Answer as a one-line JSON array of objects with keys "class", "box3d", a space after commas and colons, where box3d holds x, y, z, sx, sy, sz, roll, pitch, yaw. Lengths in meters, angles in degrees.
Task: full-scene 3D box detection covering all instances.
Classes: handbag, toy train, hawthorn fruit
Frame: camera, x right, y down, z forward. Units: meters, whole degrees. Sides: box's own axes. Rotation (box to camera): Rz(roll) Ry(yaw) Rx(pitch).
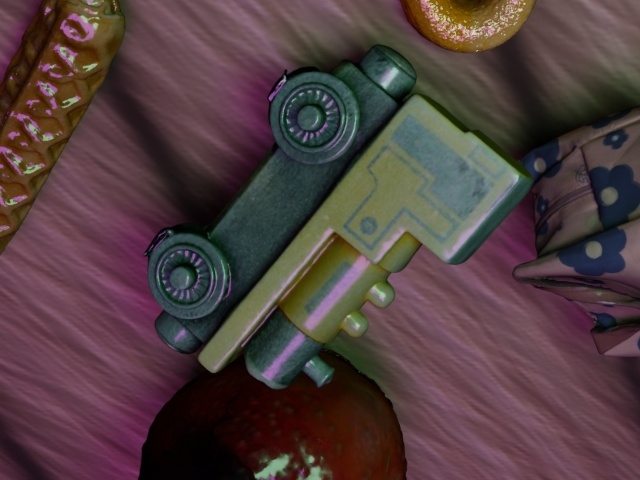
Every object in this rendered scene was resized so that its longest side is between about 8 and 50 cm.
[{"class": "handbag", "box3d": [0.314, 0.003, 0.934, 0.193, 0.190, 0.251, -16, 141, 35]}, {"class": "toy train", "box3d": [0.000, 0.000, 0.927, 0.237, 0.150, 0.369, 41, 105, 6]}, {"class": "hawthorn fruit", "box3d": [-0.052, 0.256, 1.044, 0.316, 0.316, 0.315, 0, 119, 1]}]

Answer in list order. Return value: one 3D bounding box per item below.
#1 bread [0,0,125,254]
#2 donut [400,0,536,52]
[{"class": "bread", "box3d": [-0.305, -0.104, 0.972, 0.077, 0.084, 0.367, 6, 128, -50]}, {"class": "donut", "box3d": [0.141, -0.245, 0.898, 0.152, 0.058, 0.151, 1, 117, 1]}]
